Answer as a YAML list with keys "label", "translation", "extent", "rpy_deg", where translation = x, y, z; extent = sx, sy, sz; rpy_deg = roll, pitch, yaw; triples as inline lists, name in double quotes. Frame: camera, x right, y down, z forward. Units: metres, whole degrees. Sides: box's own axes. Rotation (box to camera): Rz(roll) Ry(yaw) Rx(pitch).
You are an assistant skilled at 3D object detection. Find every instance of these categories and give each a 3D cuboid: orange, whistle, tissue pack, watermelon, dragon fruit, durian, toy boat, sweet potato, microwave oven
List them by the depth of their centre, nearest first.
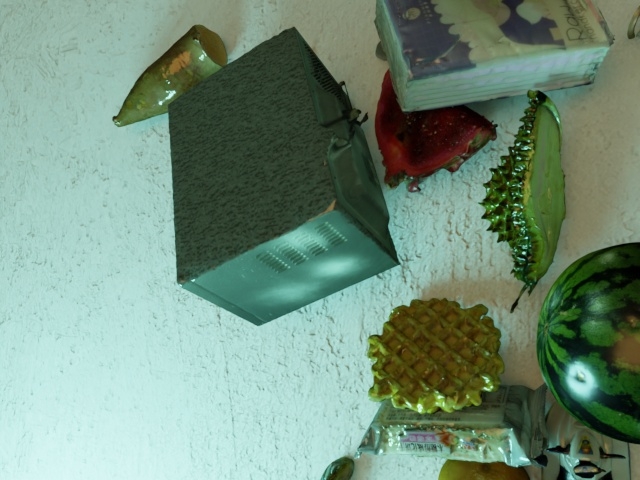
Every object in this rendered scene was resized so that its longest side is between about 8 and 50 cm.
- label: "watermelon"
  translation: [0.452, 0.139, 0.821]
  extent: [0.285, 0.285, 0.285]
  rpy_deg: [-4, 80, 24]
- label: "toy boat"
  translation: [0.408, 0.379, 0.895]
  extent: [0.141, 0.141, 0.269]
  rpy_deg: [-1, 94, 25]
- label: "orange"
  translation: [0.270, 0.416, 0.948]
  extent: [0.155, 0.154, 0.134]
  rpy_deg: [7, 125, 26]
- label: "tissue pack"
  translation: [0.282, -0.357, 0.986]
  extent: [0.344, 0.125, 0.242]
  rpy_deg: [-9, 60, -3]
- label: "durian"
  translation: [0.351, -0.065, 0.993]
  extent: [0.132, 0.106, 0.375]
  rpy_deg: [-1, 99, -13]
- label: "microwave oven"
  translation: [-0.075, -0.119, 1.075]
  extent: [0.374, 0.236, 0.432]
  rpy_deg: [-26, 55, 18]
- label: "dragon fruit"
  translation: [0.198, -0.185, 1.091]
  extent: [0.211, 0.134, 0.262]
  rpy_deg: [-54, 49, 21]
- label: "whistle"
  translation: [-0.023, 0.561, 1.100]
  extent: [0.057, 0.068, 0.326]
  rpy_deg: [27, 95, 35]
- label: "sweet potato"
  translation: [-0.368, -0.365, 1.374]
  extent: [0.337, 0.131, 0.131]
  rpy_deg: [-38, 69, 16]

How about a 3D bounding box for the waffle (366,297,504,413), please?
- label: "waffle"
  translation: [0.192, 0.189, 0.998]
  extent: [0.243, 0.058, 0.237]
  rpy_deg: [-5, 42, 22]

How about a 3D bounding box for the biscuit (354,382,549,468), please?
- label: "biscuit"
  translation: [0.219, 0.304, 0.970]
  extent: [0.309, 0.186, 0.079]
  rpy_deg: [-6, 110, 24]

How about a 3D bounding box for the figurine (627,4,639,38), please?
- label: "figurine"
  translation: [0.580, -0.340, 0.942]
  extent: [0.132, 0.132, 0.154]
  rpy_deg: [-53, 53, 9]

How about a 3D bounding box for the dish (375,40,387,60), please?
- label: "dish"
  translation: [0.201, -0.453, 1.142]
  extent: [0.236, 0.086, 0.228]
  rpy_deg: [-47, 66, 11]
